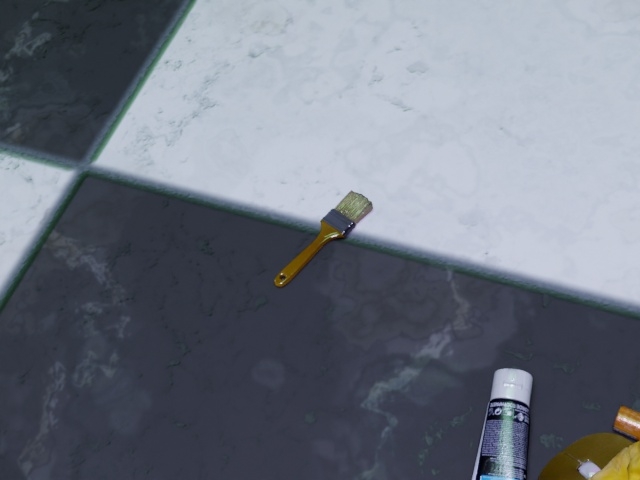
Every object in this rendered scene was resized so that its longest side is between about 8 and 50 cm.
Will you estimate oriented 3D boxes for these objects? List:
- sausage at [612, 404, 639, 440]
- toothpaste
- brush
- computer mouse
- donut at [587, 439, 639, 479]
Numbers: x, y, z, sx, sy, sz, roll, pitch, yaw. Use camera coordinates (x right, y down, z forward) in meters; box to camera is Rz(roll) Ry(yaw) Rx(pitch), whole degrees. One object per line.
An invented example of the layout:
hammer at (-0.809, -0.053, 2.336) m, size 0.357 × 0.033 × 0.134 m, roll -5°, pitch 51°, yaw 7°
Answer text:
sausage at (0.372, 0.214, 1.247) m, size 0.107 × 0.031 × 0.031 m, roll 23°, pitch 63°, yaw 24°
toothpaste at (0.198, 0.238, 1.261) m, size 0.071 × 0.045 × 0.194 m, roll 0°, pitch 62°, yaw 21°
brush at (0.000, 0.000, 1.478) m, size 0.043 × 0.014 × 0.170 m, roll 34°, pitch 68°, yaw 30°
computer mouse at (0.332, 0.301, 1.181) m, size 0.126 × 0.056 × 0.245 m, roll -33°, pitch 55°, yaw -13°
donut at (0.211, 0.372, 0.993) m, size 0.435 × 0.163 × 0.378 m, roll -2°, pitch 63°, yaw -16°
